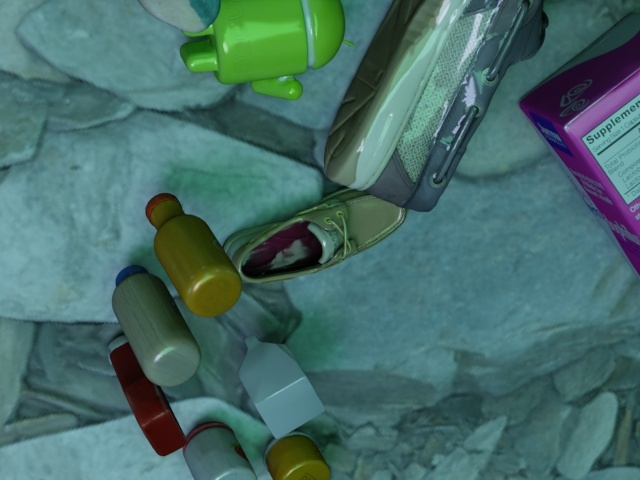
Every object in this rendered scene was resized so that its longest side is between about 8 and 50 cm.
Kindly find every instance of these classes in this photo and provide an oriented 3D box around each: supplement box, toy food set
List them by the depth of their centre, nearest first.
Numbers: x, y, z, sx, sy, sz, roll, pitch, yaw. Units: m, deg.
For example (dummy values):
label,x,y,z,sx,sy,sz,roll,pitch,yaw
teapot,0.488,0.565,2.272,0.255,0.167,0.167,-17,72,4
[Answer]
label,x,y,z,sx,sy,sz,roll,pitch,yaw
toy food set,-0.078,0.086,1.249,0.111,0.104,0.232,-31,132,-3
supplement box,0.251,-0.036,1.272,0.114,0.111,0.220,-36,106,-1

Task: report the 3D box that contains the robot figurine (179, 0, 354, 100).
label,x,y,z,sx,sy,sz,roll,pitch,yaw
robot figurine,-0.036,-0.140,1.212,0.115,0.067,0.101,-11,110,-9

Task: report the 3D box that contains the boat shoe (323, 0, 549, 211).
label,x,y,z,sx,sy,sz,roll,pitch,yaw
boat shoe,0.105,-0.149,1.226,0.092,0.103,0.285,26,99,-22

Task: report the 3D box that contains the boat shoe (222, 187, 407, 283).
label,x,y,z,sx,sy,sz,roll,pitch,yaw
boat shoe,0.000,0.000,1.262,0.135,0.045,0.050,-23,106,-6

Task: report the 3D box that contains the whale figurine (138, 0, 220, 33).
label,x,y,z,sx,sy,sz,roll,pitch,yaw
whale figurine,-0.123,-0.254,1.080,0.141,0.216,0.272,-35,68,0
